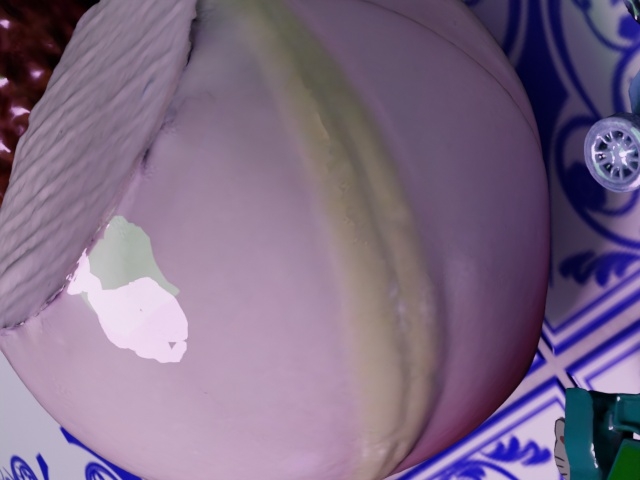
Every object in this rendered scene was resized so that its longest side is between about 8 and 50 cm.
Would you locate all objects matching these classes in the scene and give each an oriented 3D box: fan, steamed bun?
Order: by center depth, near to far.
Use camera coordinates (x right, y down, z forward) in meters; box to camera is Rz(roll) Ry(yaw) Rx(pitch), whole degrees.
[{"bbox_3d":[0.000,0.000,0.854,0.309,0.309,0.309,34,139,37],"label":"steamed bun"},{"bbox_3d":[0.158,0.142,0.964,0.056,0.004,0.083,18,127,48],"label":"fan"}]

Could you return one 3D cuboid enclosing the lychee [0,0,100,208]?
[{"bbox_3d":[-0.222,-0.119,1.066,0.300,0.264,0.264,44,153,-19],"label":"lychee"}]

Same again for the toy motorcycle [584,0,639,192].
[{"bbox_3d":[0.194,-0.040,0.700,0.135,0.092,0.255,-3,102,46],"label":"toy motorcycle"}]

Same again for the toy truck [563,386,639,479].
[{"bbox_3d":[0.164,0.255,0.792,0.178,0.176,0.364,7,87,54],"label":"toy truck"}]
